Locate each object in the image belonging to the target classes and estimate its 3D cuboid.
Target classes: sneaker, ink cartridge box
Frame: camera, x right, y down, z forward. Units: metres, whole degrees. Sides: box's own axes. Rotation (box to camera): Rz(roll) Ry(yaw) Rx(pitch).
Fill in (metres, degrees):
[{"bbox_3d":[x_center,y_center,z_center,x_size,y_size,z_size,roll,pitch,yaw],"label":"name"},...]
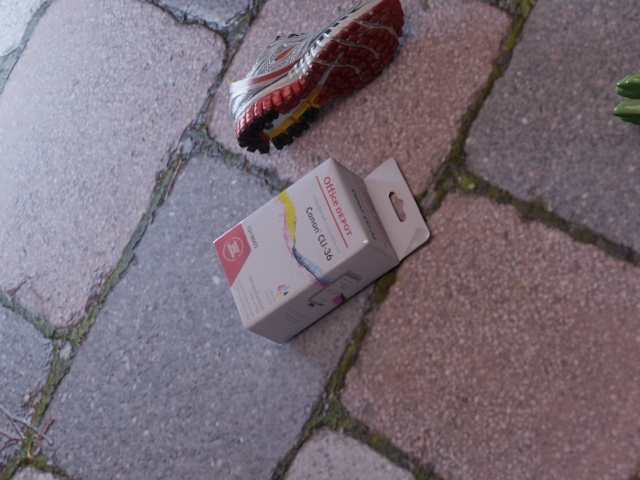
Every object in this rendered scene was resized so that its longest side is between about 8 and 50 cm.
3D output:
[{"bbox_3d":[-0.013,-0.192,1.563,0.225,0.088,0.093,-35,55,18],"label":"sneaker"},{"bbox_3d":[0.000,0.000,1.491,0.198,0.067,0.115,-35,56,17],"label":"ink cartridge box"}]

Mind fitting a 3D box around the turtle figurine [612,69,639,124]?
[{"bbox_3d":[0.283,-0.250,1.325,0.198,0.274,0.266,170,114,-68],"label":"turtle figurine"}]
